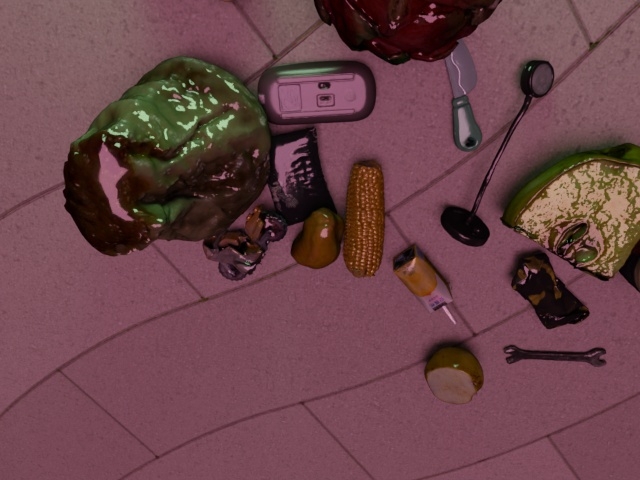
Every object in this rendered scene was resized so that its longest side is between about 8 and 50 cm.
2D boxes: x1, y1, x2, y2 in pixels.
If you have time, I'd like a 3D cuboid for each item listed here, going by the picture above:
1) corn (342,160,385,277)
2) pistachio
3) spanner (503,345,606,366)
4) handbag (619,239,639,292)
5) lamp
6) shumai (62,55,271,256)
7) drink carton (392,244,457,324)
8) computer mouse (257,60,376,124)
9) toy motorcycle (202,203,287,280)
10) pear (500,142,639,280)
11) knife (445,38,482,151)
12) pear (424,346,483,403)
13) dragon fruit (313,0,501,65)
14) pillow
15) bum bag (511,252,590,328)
[{"bbox_3d":[0.095,-0.041,1.075,0.091,0.091,0.260,25,124,39],"label":"corn"},{"bbox_3d":[0.001,0.002,1.072,0.100,0.110,0.189,-4,155,-26],"label":"pistachio"},{"bbox_3d":[0.582,0.288,1.239,0.254,0.015,0.054,1,118,4],"label":"spanner"},{"bbox_3d":[0.752,0.026,1.008,0.254,0.181,0.181,-21,113,13],"label":"handbag"},{"bbox_3d":[0.339,-0.177,1.007,0.130,0.108,0.372,0,111,-29],"label":"lamp"},{"bbox_3d":[-0.300,-0.128,0.924,0.324,0.323,0.397,41,118,-4],"label":"shumai"},{"bbox_3d":[0.251,0.107,1.144,0.084,0.075,0.200,-35,109,20],"label":"drink carton"},{"bbox_3d":[-0.007,-0.288,0.983,0.232,0.057,0.120,-4,115,3],"label":"computer mouse"},{"bbox_3d":[-0.178,0.004,1.112,0.129,0.094,0.229,37,123,-15],"label":"toy motorcycle"},{"bbox_3d":[0.518,-0.087,0.990,0.238,0.164,0.256,28,110,2],"label":"pear"},{"bbox_3d":[0.277,-0.301,0.972,0.063,0.035,0.261,-13,111,6],"label":"knife"},{"bbox_3d":[0.332,0.323,1.229,0.141,0.104,0.141,15,125,23],"label":"pear"},{"bbox_3d":[0.130,-0.434,0.770,0.328,0.329,0.330,2,116,3],"label":"dragon fruit"},{"bbox_3d":[-0.053,-0.131,1.062,0.141,0.055,0.209,-11,117,7],"label":"pillow"},{"bbox_3d":[0.517,0.121,1.138,0.106,0.060,0.232,-42,109,11],"label":"bum bag"}]
